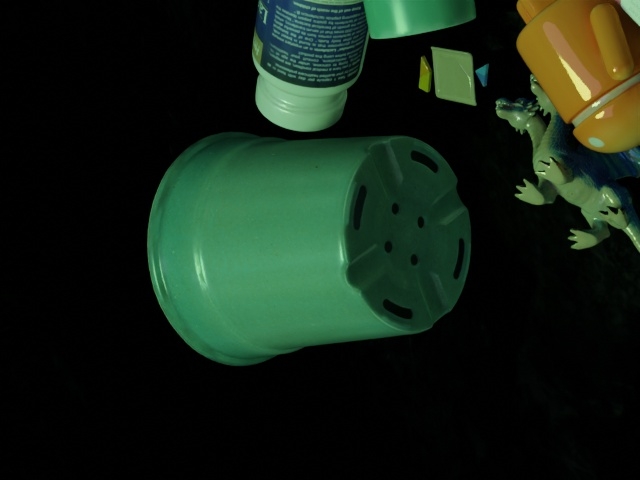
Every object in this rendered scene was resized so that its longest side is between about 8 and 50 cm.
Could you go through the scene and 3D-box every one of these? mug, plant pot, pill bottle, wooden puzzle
[{"bbox_3d":[0.105,-0.301,1.356,0.157,0.129,0.097,8,115,51],"label":"mug"},{"bbox_3d":[0.000,0.000,1.547,0.334,0.341,0.341,-6,107,45],"label":"plant pot"},{"bbox_3d":[-0.009,-0.284,1.496,0.153,0.153,0.265,42,140,29],"label":"pill bottle"},{"bbox_3d":[0.169,-0.209,1.437,0.116,0.014,0.079,28,136,41],"label":"wooden puzzle"}]

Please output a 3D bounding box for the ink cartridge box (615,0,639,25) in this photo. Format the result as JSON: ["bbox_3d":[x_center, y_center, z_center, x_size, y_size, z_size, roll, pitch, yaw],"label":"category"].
[{"bbox_3d":[0.358,-0.303,1.057,0.159,0.092,0.218,51,142,17],"label":"ink cartridge box"}]

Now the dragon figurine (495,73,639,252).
[{"bbox_3d":[0.312,-0.069,1.275,0.289,0.144,0.085,37,140,3],"label":"dragon figurine"}]

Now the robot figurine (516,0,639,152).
[{"bbox_3d":[0.290,-0.185,1.189,0.219,0.128,0.158,58,146,7],"label":"robot figurine"}]
